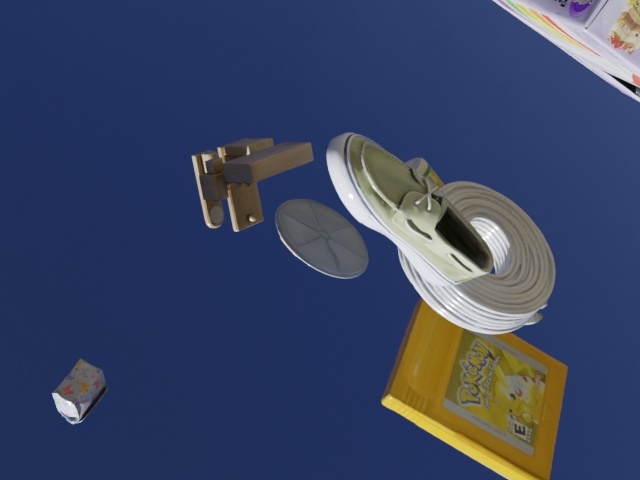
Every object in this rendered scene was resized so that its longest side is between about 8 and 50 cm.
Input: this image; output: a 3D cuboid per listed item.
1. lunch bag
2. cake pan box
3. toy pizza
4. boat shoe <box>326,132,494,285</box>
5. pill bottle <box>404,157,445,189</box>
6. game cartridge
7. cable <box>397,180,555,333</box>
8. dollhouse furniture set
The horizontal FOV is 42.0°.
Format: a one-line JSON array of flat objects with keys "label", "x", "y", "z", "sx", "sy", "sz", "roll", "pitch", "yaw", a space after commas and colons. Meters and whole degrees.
[{"label": "lunch bag", "x": -0.360, "y": 0.232, "z": 1.262, "sx": 0.053, "sy": 0.083, "sz": 0.071, "roll": 26, "pitch": -127, "yaw": 11}, {"label": "cake pan box", "x": 0.310, "y": -0.198, "z": 0.839, "sx": 0.267, "sy": 0.070, "sz": 0.246, "roll": 25, "pitch": -161, "yaw": -26}, {"label": "toy pizza", "x": 0.000, "y": 0.000, "z": 1.571, "sx": 0.201, "sy": 0.032, "sz": 0.201, "roll": 24, "pitch": -145, "yaw": -18}, {"label": "boat shoe", "x": 0.129, "y": -0.046, "z": 1.132, "sx": 0.302, "sy": 0.094, "sz": 0.109, "roll": 41, "pitch": -130, "yaw": -33}, {"label": "pill bottle", "x": 0.242, "y": -0.071, "z": 1.844, "sx": 0.208, "sy": 0.117, "sz": 0.117, "roll": 48, "pitch": -133, "yaw": -18}, {"label": "game cartridge", "x": 0.293, "y": 0.261, "z": 1.529, "sx": 0.323, "sy": 0.053, "sz": 0.285, "roll": 32, "pitch": -134, "yaw": -6}, {"label": "cable", "x": 0.252, "y": 0.026, "z": 1.333, "sx": 0.257, "sy": 0.089, "sz": 0.257, "roll": -14, "pitch": -111, "yaw": -37}, {"label": "dollhouse furniture set", "x": -0.087, "y": -0.061, "z": 1.112, "sx": 0.144, "sy": 0.151, "sz": 0.123, "roll": -26, "pitch": -67, "yaw": -45}]
